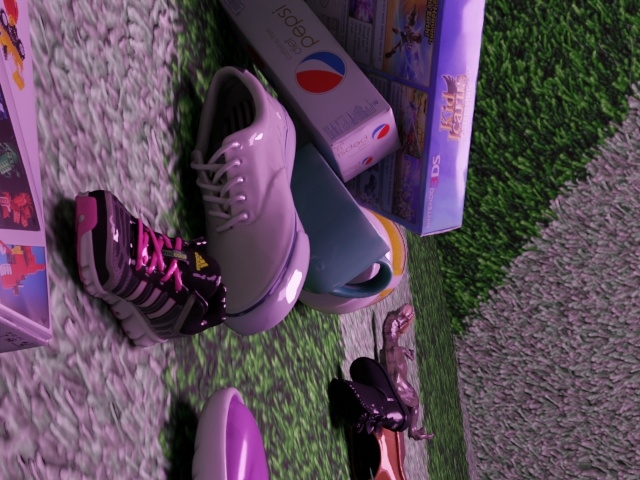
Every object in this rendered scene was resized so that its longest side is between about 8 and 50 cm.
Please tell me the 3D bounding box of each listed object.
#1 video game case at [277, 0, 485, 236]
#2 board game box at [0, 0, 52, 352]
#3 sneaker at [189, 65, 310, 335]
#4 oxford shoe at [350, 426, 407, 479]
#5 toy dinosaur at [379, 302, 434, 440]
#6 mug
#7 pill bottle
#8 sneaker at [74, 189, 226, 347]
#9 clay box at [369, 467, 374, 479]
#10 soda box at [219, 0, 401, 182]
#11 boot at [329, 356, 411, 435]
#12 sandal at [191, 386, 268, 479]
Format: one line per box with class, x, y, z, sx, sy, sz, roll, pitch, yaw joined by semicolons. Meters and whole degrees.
video game case;0.053;-0.170;1.482;0.244;0.061;0.269;28;-59;48
board game box;-0.190;-0.076;0.594;0.305;0.053;0.193;52;29;-71
sneaker;-0.071;-0.038;1.230;0.091;0.094;0.258;47;25;-40
oxford shoe;0.071;0.309;1.791;0.076;0.076;0.212;0;74;-61
toy dinosaur;0.114;0.223;2.133;0.118;0.064;0.268;59;25;-49
mug;-0.003;-0.003;1.410;0.157;0.097;0.129;54;1;1
pill bottle;0.023;0.017;1.586;0.208;0.119;0.119;1;80;-81
sneaker;-0.104;0.015;0.956;0.170;0.075;0.063;65;18;-58
clay box;0.042;0.353;1.572;0.222;0.053;0.127;-82;159;-62
soda box;-0.011;-0.162;1.439;0.216;0.069;0.074;55;-6;30
boot;0.047;0.178;1.758;0.099;0.045;0.121;17;31;-49
sandal;-0.022;0.304;1.053;0.169;0.102;0.416;77;6;-64
